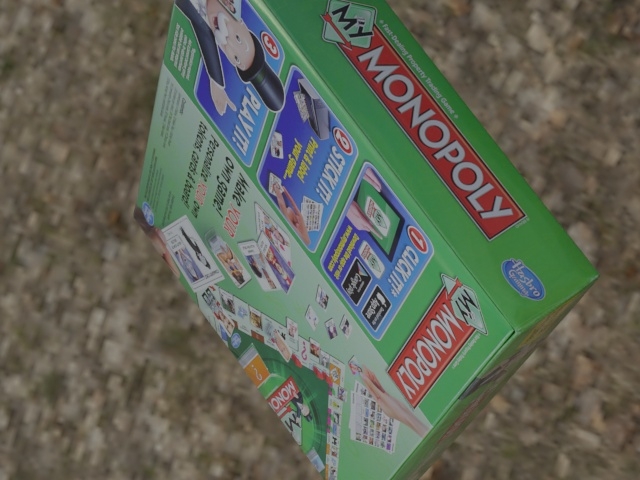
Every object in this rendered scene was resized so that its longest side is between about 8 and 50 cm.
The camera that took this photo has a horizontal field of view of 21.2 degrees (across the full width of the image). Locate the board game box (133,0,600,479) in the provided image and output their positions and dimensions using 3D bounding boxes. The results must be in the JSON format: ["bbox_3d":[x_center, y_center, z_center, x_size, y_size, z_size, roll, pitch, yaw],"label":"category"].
[{"bbox_3d":[0.000,0.000,0.792,0.213,0.046,0.317,53,159,12],"label":"board game box"}]
